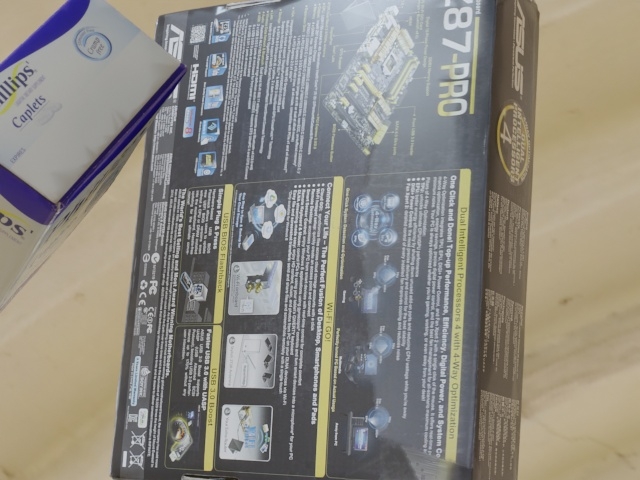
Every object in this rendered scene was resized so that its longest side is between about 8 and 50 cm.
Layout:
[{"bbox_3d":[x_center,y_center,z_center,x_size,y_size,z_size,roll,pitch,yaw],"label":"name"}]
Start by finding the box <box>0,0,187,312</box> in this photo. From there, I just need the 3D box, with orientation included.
[{"bbox_3d":[-0.151,-0.042,0.687,0.072,0.137,0.126,38,-130,-5],"label":"box"}]

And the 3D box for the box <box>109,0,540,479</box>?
[{"bbox_3d":[0.000,0.000,1.013,0.097,0.318,0.395,22,-112,-55],"label":"box"}]
